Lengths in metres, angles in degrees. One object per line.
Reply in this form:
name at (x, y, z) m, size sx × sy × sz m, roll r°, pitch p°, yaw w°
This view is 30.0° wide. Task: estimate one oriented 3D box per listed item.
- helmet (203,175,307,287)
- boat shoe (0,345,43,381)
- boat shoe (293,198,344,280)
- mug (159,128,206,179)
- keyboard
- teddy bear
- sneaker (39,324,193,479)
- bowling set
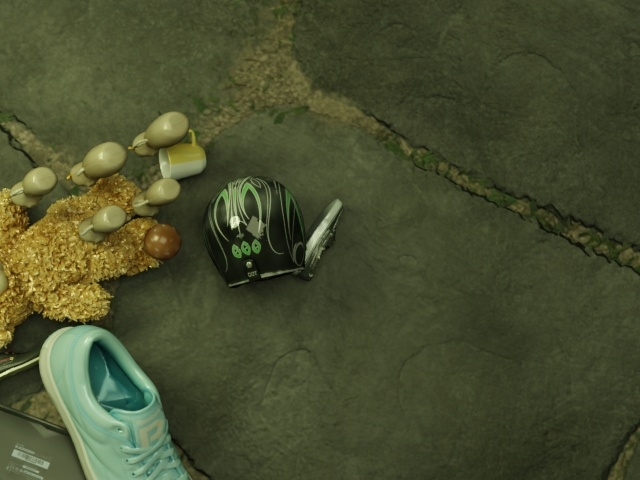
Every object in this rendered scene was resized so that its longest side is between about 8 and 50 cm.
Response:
helmet at (-0.102, -0.018, 1.822) m, size 0.169 × 0.169 × 0.161 m, roll -13°, pitch 87°, yaw -13°
boat shoe at (-0.462, 0.182, 1.768) m, size 0.133 × 0.049 × 0.042 m, roll -23°, pitch 79°, yaw -17°
boat shoe at (0.000, 0.000, 1.901) m, size 0.040 × 0.049 × 0.142 m, roll 36°, pitch 78°, yaw -13°
mug at (-0.213, -0.130, 1.874) m, size 0.064 × 0.078 × 0.062 m, roll -8°, pitch 62°, yaw -21°
keyboard at (-0.439, 0.358, 1.744) m, size 0.317 × 0.033 × 0.201 m, roll 22°, pitch 68°, yaw -5°
teddy bear at (-0.398, 0.022, 1.785) m, size 0.338 × 0.113 × 0.245 m, roll -11°, pitch 78°, yaw -13°
sneaker at (-0.270, 0.283, 1.699) m, size 0.135 × 0.150 × 0.366 m, roll -39°, pitch 101°, yaw -33°
bowling set at (-0.296, -0.050, 1.741) m, size 0.287 × 0.154 × 0.199 m, roll -23°, pitch 93°, yaw -29°
